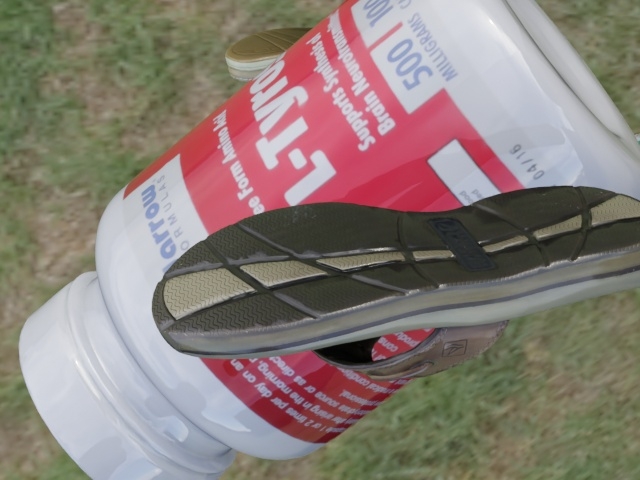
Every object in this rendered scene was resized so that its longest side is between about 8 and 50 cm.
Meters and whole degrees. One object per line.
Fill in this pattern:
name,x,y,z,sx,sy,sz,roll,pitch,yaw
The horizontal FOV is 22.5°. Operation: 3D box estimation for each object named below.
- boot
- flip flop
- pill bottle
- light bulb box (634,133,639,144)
boot,-0.016,-0.145,1.739,0.077,0.213,0.165,30,122,40
flip flop,0.052,0.030,0.840,0.112,0.277,0.080,-118,23,-56
pill bottle,0.000,0.000,1.088,0.407,0.229,0.229,-38,78,16
light bulb box,0.530,0.030,1.896,0.225,0.361,0.358,-19,101,13
